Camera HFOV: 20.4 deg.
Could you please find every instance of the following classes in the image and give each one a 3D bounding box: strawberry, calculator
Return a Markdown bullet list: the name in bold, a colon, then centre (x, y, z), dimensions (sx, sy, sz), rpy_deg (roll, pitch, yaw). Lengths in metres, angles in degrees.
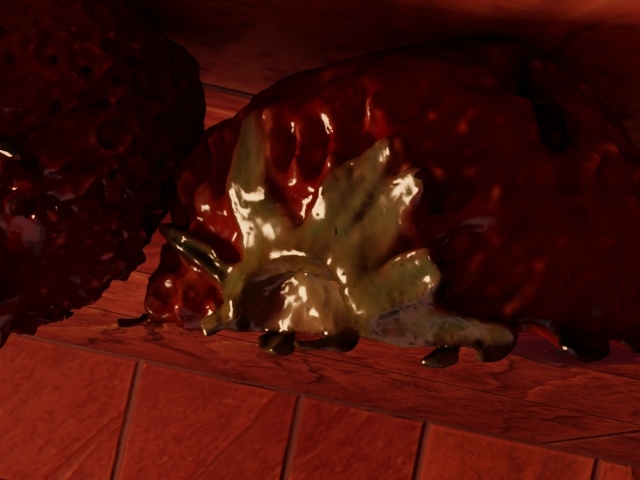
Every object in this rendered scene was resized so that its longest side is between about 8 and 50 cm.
- **strawberry**: centre (-0.139, -0.051, 0.881), dimensions (0.201, 0.187, 0.184), rpy_deg (-16, 169, -39)
- **calculator**: centre (0.218, 0.095, 1.688), dimensions (0.126, 0.034, 0.190), rpy_deg (22, 165, -39)
- **strawberry**: centre (0.071, -0.022, 0.865), dimensions (0.280, 0.150, 0.253), rpy_deg (-3, -176, -40)
